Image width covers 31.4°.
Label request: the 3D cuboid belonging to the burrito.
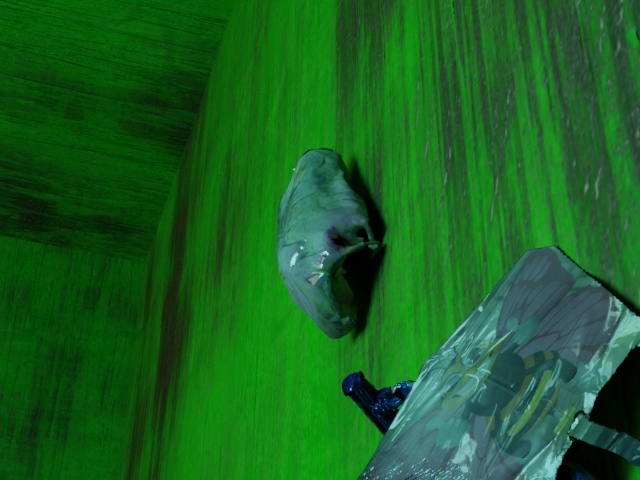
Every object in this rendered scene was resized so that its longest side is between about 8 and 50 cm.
[{"bbox_3d":[0.000,0.000,1.198,0.229,0.089,0.144,-109,31,-68],"label":"burrito"}]

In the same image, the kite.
[{"bbox_3d":[0.129,0.099,0.615,0.204,0.022,0.360,-53,16,-4],"label":"kite"}]

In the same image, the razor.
[{"bbox_3d":[0.108,0.131,0.740,0.056,0.093,0.324,-45,13,-12],"label":"razor"}]
